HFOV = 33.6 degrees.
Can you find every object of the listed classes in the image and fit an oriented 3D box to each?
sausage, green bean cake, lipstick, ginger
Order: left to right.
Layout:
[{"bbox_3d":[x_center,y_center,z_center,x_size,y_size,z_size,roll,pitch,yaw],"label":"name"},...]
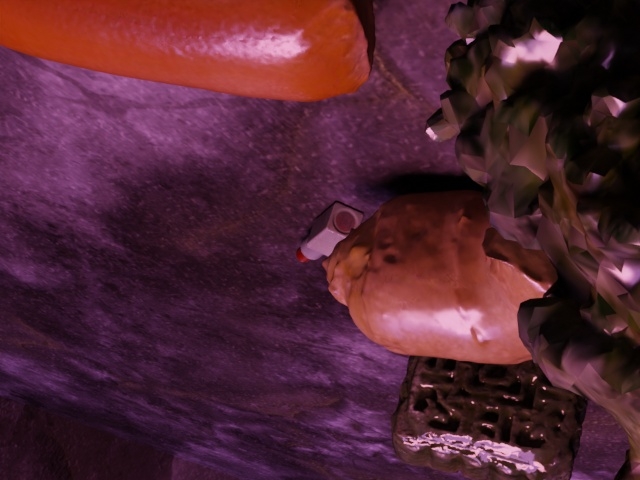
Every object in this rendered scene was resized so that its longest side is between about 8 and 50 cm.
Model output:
[{"bbox_3d":[-0.099,-0.146,0.646,0.274,0.105,0.105,12,157,15],"label":"sausage"},{"bbox_3d":[0.001,0.000,1.005,0.030,0.030,0.129,23,157,-12],"label":"lipstick"},{"bbox_3d":[0.125,0.025,0.825,0.267,0.138,0.152,-7,143,40],"label":"ginger"},{"bbox_3d":[0.166,0.141,1.018,0.181,0.173,0.094,13,156,15],"label":"green bean cake"}]

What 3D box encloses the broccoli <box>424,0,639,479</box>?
[{"bbox_3d":[0.219,-0.038,0.378,0.334,0.272,0.324,-30,112,7],"label":"broccoli"}]
